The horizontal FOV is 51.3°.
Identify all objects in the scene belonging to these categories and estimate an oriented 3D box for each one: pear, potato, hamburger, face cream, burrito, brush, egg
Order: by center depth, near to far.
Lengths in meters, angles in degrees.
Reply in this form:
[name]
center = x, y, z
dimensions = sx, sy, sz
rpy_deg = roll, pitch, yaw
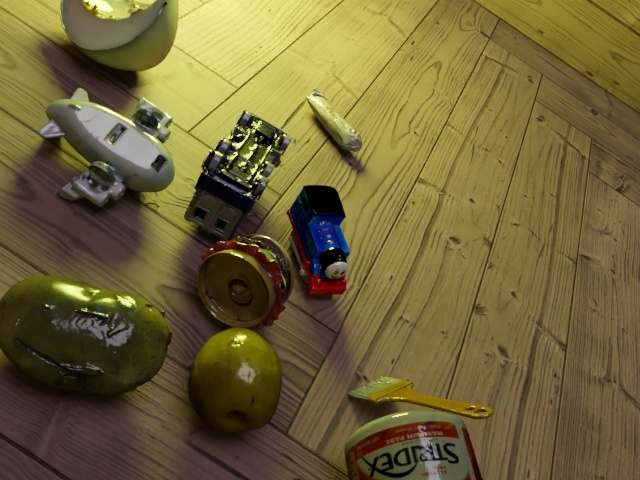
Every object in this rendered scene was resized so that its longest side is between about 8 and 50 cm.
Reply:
[potato]
center = -0.346, 0.137, 0.971
dimensions = 0.248, 0.143, 0.169
rpy_deg = 22, 32, -13
[face cream]
center = 0.148, 0.383, 1.017
dimensions = 0.201, 0.201, 0.187
rpy_deg = 11, 47, -25
[pear]
center = -0.133, 0.215, 1.034
dimensions = 0.149, 0.149, 0.162
rpy_deg = 12, 40, -24
[brush]
center = 0.174, 0.270, 1.132
dimensions = 0.103, 0.272, 0.013
rpy_deg = -14, 99, -41
[hamburger]
center = -0.124, 0.066, 1.178
dimensions = 0.175, 0.175, 0.137
rpy_deg = 40, 28, 6
[egg]
center = -0.426, -0.462, 1.472
dimensions = 0.271, 0.162, 0.206
rpy_deg = 9, 74, 19
[burrito]
center = 0.034, -0.300, 1.692
dimensions = 0.064, 0.064, 0.203
rpy_deg = -18, 61, -42

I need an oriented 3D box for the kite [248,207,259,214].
[kite]
center = -0.191, -0.070, 1.368
dimensions = 0.139, 0.011, 0.157
rpy_deg = 14, 45, -19

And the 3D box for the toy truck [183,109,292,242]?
[toy truck]
center = -0.163, -0.135, 1.331
dimensions = 0.124, 0.155, 0.268
rpy_deg = 30, 37, -6

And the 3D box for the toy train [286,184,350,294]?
[toy train]
center = 0.000, 0.000, 1.332
dimensions = 0.083, 0.131, 0.204
rpy_deg = 4, 50, -31

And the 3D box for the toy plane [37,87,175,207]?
[toy plane]
center = -0.395, -0.178, 1.251
dimensions = 0.267, 0.122, 0.267
rpy_deg = 7, 64, -16
